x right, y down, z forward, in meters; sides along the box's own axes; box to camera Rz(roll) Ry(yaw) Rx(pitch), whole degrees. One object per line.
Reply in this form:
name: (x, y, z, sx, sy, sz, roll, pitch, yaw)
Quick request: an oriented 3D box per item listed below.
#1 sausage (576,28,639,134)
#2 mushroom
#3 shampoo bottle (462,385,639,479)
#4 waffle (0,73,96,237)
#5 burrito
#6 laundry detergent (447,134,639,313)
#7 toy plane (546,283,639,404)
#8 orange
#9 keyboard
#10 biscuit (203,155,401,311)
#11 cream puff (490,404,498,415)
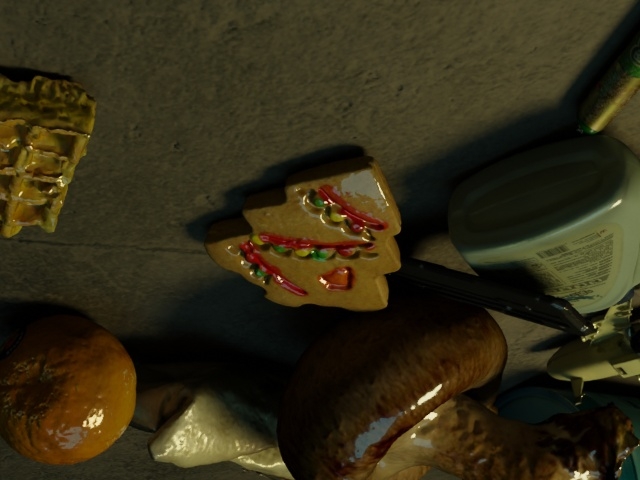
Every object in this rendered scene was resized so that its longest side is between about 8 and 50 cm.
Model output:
sausage: (0.275, -0.167, 0.744, 0.033, 0.032, 0.269, 4, 149, -16)
mushroom: (0.134, 0.235, 1.138, 0.334, 0.356, 0.331, -35, 173, -17)
shampoo bottle: (0.461, 0.412, 1.488, 0.343, 0.331, 0.331, 11, 146, -29)
waffle: (-0.325, -0.068, 0.793, 0.229, 0.057, 0.219, 8, 148, -21)
burrito: (-0.130, 0.236, 1.270, 0.332, 0.190, 0.135, 26, 102, -46)
laundry detergent: (0.281, 0.004, 0.967, 0.215, 0.105, 0.280, -21, 145, 33)
toy plane: (0.426, 0.146, 1.261, 0.256, 0.104, 0.242, -31, 128, 26)
orange: (-0.306, 0.177, 1.104, 0.178, 0.177, 0.155, -11, 150, 10)
keyboard: (0.157, 0.050, 0.983, 0.262, 0.016, 0.106, 15, 166, 40)
biscuit: (0.000, 0.000, 0.946, 0.212, 0.041, 0.238, 21, 139, -12)
cream puff: (0.203, 0.290, 1.444, 0.150, 0.115, 0.165, -6, 151, 9)
